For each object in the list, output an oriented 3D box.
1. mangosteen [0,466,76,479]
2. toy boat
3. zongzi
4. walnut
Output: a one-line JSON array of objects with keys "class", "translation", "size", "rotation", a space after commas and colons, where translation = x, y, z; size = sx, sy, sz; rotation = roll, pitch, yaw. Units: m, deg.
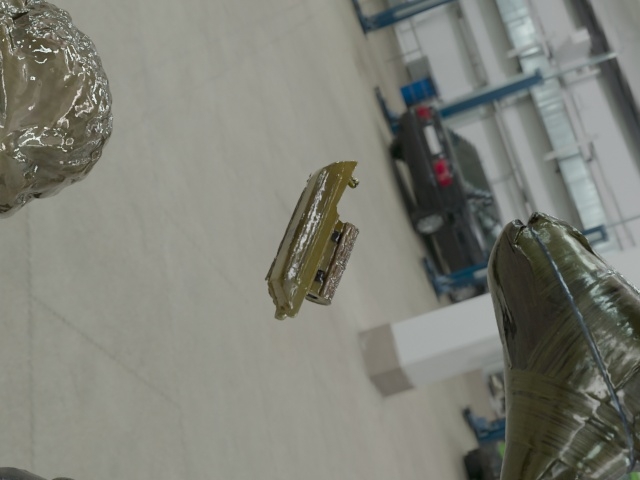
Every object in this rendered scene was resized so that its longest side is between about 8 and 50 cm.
[{"class": "mangosteen", "translation": [-0.373, 0.370, 1.203], "size": [0.216, 0.216, 0.216], "rotation": [-19, 90, -79]}, {"class": "toy boat", "translation": [0.000, 0.000, 1.263], "size": [0.225, 0.088, 0.068], "rotation": [-68, -164, -15]}, {"class": "zongzi", "translation": [0.202, 0.135, 0.959], "size": [0.286, 0.300, 0.138], "rotation": [47, -21, 33]}, {"class": "walnut", "translation": [-0.240, -0.100, 0.724], "size": [0.178, 0.178, 0.230], "rotation": [65, -7, -27]}]
